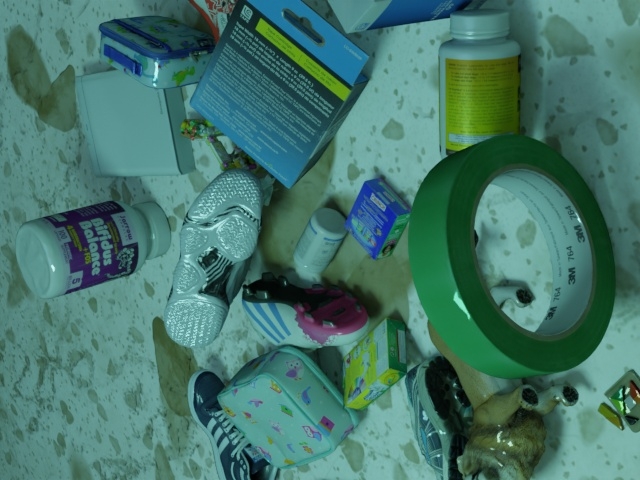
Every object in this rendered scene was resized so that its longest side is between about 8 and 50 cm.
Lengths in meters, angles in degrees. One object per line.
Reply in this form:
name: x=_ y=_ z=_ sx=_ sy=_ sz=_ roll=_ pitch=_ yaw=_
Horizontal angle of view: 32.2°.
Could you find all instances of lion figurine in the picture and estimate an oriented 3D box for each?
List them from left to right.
lion figurine: x=0.254 y=0.203 z=1.727 sx=0.240 sy=0.142 sz=0.392 roll=-50 pitch=51 yaw=55

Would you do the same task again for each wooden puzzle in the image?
wooden puzzle: x=0.445 y=0.232 z=1.582 sx=0.078 sy=0.014 sz=0.116 roll=48 pitch=135 yaw=26

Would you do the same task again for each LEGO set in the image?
LEGO set: x=-0.199 y=-0.179 z=2.113 sx=0.287 sy=0.107 sz=0.132 roll=42 pitch=132 yaw=31

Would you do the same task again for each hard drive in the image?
hard drive: x=-0.404 y=-0.253 z=2.377 sx=0.353 sy=0.047 sz=0.233 roll=2 pitch=106 yaw=49

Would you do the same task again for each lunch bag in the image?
lunch bag: x=-0.313 y=-0.364 z=2.125 sx=0.219 sy=0.176 sz=0.090 roll=32 pitch=127 yaw=40
lunch bag: x=-0.062 y=0.323 z=2.097 sx=0.224 sy=0.108 sz=0.279 roll=46 pitch=148 yaw=-6

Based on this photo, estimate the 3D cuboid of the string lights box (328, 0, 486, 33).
string lights box: x=0.119 y=-0.376 z=1.544 sx=0.077 sy=0.260 sz=0.133 roll=-43 pitch=70 yaw=48

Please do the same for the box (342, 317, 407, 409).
box: x=0.089 y=0.224 z=1.940 sx=0.179 sy=0.043 sz=0.105 roll=-46 pitch=35 yaw=46

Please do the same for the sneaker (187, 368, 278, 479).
sneaker: x=-0.176 y=0.400 z=2.307 sx=0.153 sy=0.099 sz=0.282 roll=-6 pitch=106 yaw=55

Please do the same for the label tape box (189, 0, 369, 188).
label tape box: x=-0.053 y=-0.283 z=1.850 sx=0.241 sy=0.106 sz=0.333 roll=40 pitch=135 yaw=5

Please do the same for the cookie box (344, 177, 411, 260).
cookie box: x=0.097 y=-0.036 z=1.871 sx=0.092 sy=0.040 sz=0.107 roll=49 pitch=136 yaw=26

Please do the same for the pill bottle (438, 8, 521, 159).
pill bottle: x=0.228 y=-0.219 z=1.588 sx=0.117 sy=0.117 sz=0.215 roll=17 pitch=117 yaw=46

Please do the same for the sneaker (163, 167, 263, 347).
sneaker: x=-0.192 y=0.008 z=2.087 sx=0.137 sy=0.210 sz=0.365 roll=19 pitch=113 yaw=-2

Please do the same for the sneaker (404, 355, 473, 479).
sneaker: x=0.214 y=0.332 z=1.842 sx=0.122 sy=0.110 sz=0.283 roll=-25 pitch=77 yaw=63

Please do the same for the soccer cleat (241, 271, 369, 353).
soccer cleat: x=-0.019 y=0.154 z=2.041 sx=0.331 sy=0.116 sz=0.143 roll=16 pitch=129 yaw=50

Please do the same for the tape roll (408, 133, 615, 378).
tape roll: x=0.261 y=0.022 z=1.477 sx=0.077 sy=0.321 sz=0.321 roll=-19 pitch=89 yaw=51

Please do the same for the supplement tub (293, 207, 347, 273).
supplement tub: x=0.000 y=0.000 z=1.976 sx=0.071 sy=0.071 sz=0.107 roll=52 pitch=137 yaw=23

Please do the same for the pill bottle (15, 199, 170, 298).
pill bottle: x=-0.476 y=0.008 z=2.356 sx=0.169 sy=0.301 sz=0.169 roll=22 pitch=121 yaw=44

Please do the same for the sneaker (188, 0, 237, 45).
sneaker: x=-0.158 y=-0.437 z=1.987 sx=0.145 sy=0.090 sz=0.270 roll=-31 pitch=83 yaw=49
